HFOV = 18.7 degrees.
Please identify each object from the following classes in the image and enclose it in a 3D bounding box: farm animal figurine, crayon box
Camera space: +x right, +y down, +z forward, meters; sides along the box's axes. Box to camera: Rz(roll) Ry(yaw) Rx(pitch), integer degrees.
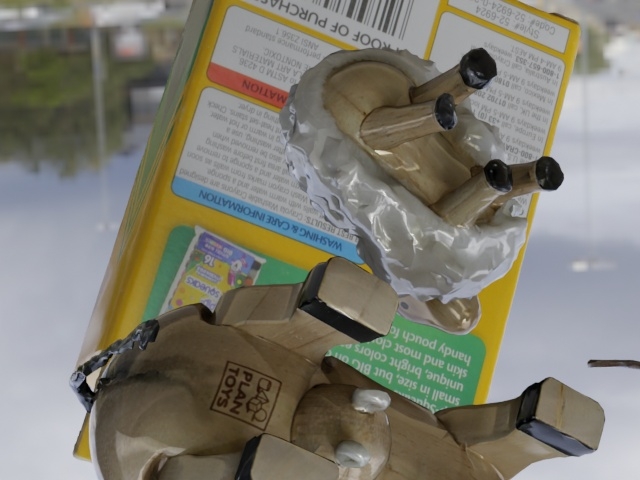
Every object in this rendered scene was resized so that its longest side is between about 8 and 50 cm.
[{"bbox_3d":[0.033,0.137,0.731,0.172,0.327,0.330,-25,-156,55],"label":"farm animal figurine"},{"bbox_3d":[0.000,0.000,1.037,0.203,0.323,0.083,21,160,-14],"label":"crayon box"}]
